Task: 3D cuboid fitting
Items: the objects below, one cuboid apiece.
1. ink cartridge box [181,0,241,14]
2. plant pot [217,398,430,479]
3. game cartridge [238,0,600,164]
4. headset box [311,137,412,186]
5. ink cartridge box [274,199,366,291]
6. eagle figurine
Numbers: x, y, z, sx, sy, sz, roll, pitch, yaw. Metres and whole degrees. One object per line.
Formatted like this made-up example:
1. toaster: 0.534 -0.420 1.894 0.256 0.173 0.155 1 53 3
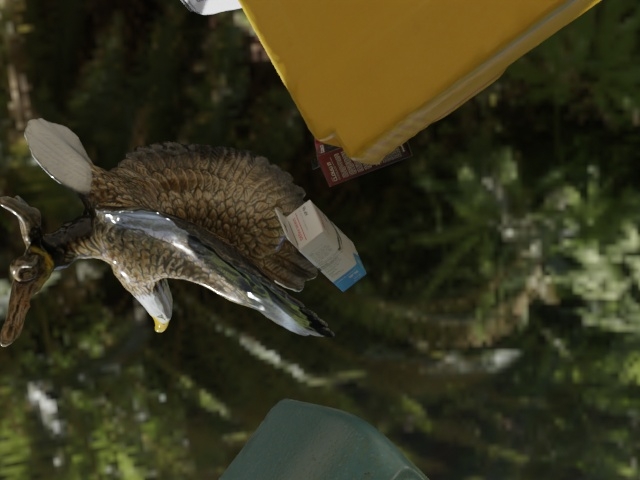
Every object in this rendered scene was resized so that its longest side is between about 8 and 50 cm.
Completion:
1. ink cartridge box: -0.041 -0.308 1.427 0.158 0.092 0.218 -9 -128 26
2. plant pot: 0.033 0.317 1.649 0.247 0.248 0.252 -51 -163 -24
3. game cartridge: 0.075 -0.247 1.153 0.324 0.285 0.053 -35 162 24
4. headset box: 0.031 -0.080 1.419 0.083 0.032 0.062 -22 -158 5
5. ink cartridge box: 0.000 0.000 1.437 0.028 0.083 0.048 -38 -141 11
6. eagle figurine: -0.141 0.002 1.604 0.298 0.225 0.226 -6 -110 5
